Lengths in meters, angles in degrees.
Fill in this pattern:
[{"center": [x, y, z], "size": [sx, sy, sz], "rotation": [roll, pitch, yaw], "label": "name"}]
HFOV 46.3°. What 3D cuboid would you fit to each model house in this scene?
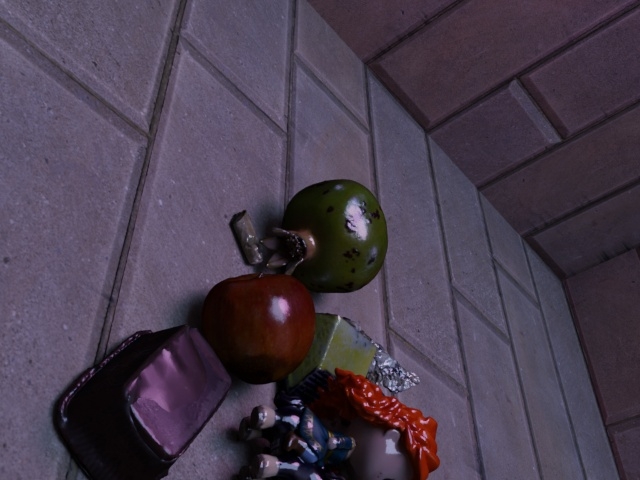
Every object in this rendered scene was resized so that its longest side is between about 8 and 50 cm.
[{"center": [-0.002, 0.292, 1.679], "size": [0.194, 0.170, 0.211], "rotation": [43, 59, -42], "label": "model house"}]

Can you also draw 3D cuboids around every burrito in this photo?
[{"center": [-0.171, -0.011, 1.745], "size": [0.055, 0.041, 0.149], "rotation": [32, 33, -65], "label": "burrito"}]

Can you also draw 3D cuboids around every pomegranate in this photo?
[{"center": [0.022, -0.011, 1.804], "size": [0.291, 0.290, 0.323], "rotation": [66, 17, 12], "label": "pomegranate"}]

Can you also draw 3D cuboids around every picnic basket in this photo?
[{"center": [-0.265, 0.265, 1.225], "size": [0.222, 0.129, 0.297], "rotation": [57, 28, -9], "label": "picnic basket"}]

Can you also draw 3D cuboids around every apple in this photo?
[{"center": [-0.123, 0.172, 1.478], "size": [0.230, 0.230, 0.230], "rotation": [40, 33, -34], "label": "apple"}]

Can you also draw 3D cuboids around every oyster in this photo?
[{"center": [0.108, 0.276, 1.854], "size": [0.252, 0.087, 0.199], "rotation": [42, 3, 38], "label": "oyster"}]

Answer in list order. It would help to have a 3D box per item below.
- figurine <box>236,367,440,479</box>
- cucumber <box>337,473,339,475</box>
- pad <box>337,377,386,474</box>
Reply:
[{"center": [0.034, 0.412, 1.447], "size": [0.411, 0.241, 0.306], "rotation": [-13, 51, -43], "label": "figurine"}, {"center": [0.033, 0.541, 1.546], "size": [0.064, 0.064, 0.112], "rotation": [41, 35, -33], "label": "cucumber"}, {"center": [0.169, 0.509, 1.799], "size": [0.315, 0.063, 0.375], "rotation": [52, 29, -17], "label": "pad"}]
